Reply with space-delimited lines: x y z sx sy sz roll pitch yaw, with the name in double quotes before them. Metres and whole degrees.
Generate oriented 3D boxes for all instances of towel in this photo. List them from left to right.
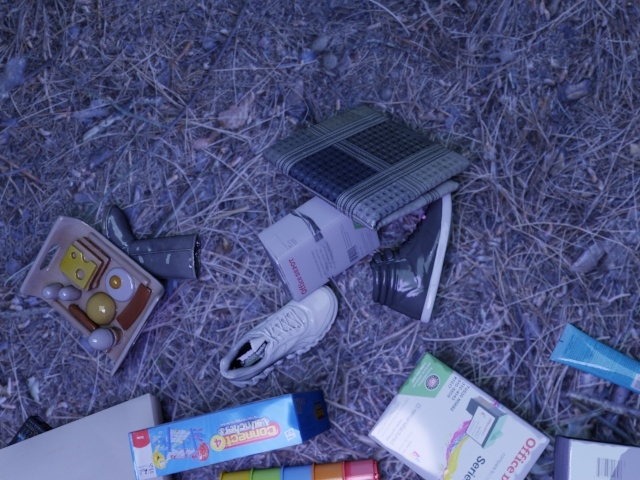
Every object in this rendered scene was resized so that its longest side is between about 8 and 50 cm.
"towel" 0.096 -0.153 1.441 0.312 0.056 0.324 34 47 30

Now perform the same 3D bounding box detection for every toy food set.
"toy food set" -0.501 0.117 1.546 0.306 0.092 0.219 37 106 15

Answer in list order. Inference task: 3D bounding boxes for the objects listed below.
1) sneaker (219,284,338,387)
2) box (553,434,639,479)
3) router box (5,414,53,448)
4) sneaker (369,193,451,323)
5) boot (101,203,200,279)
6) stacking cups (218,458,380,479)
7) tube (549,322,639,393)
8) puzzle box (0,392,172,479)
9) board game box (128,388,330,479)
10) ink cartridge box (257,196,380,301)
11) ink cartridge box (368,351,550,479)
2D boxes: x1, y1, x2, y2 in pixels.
"sneaker" -0.086 0.198 1.476 0.292 0.118 0.110 -40 73 -1
"box" 0.502 0.409 1.294 0.130 0.170 0.090 4 78 11
"router box" -0.613 0.455 1.557 0.123 0.038 0.092 35 86 16
"sneaker" 0.182 0.012 1.469 0.147 0.104 0.295 12 85 7
"boot" -0.374 0.002 1.590 0.209 0.076 0.189 -7 91 16
"stacking cups" -0.040 0.481 1.427 0.317 0.096 0.095 -11 77 4
"tube" 0.561 0.241 1.385 0.207 0.052 0.080 25 79 20
"puzzle box" -0.497 0.504 1.441 0.409 0.052 0.272 -21 59 6
"board game box" -0.156 0.361 1.355 0.302 0.308 0.086 -15 78 7
"ink cartridge box" 0.000 0.000 1.448 0.220 0.160 0.092 -33 52 -11
"ink cartridge box" 0.265 0.376 1.372 0.278 0.117 0.201 35 86 15
